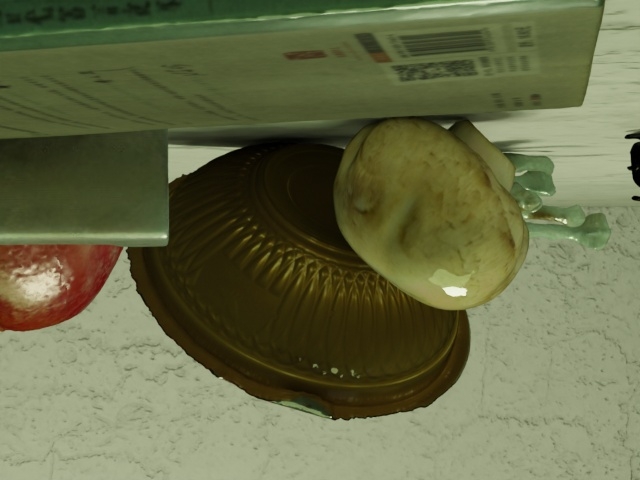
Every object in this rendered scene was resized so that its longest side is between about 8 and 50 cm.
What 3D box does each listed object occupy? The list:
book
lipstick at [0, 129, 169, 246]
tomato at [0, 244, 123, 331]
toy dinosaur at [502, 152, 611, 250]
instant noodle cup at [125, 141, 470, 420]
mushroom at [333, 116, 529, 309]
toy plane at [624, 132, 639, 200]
[{"bbox_3d":[-0.043,-0.063,0.457,0.283,0.025,0.215,-1,178,9],"label":"book"},{"bbox_3d":[-0.201,-0.035,0.615,0.253,0.077,0.079,0,-179,-9],"label":"lipstick"},{"bbox_3d":[-0.322,0.014,1.325,0.309,0.170,0.309,-1,-178,0],"label":"tomato"},{"bbox_3d":[0.152,-0.034,1.185,0.205,0.092,0.393,-1,-179,-26],"label":"toy dinosaur"},{"bbox_3d":[0.000,0.000,0.903,0.274,0.090,0.274,15,-143,-12],"label":"instant noodle cup"},{"bbox_3d":[0.072,-0.021,0.789,0.148,0.112,0.148,43,-175,-5],"label":"mushroom"},{"bbox_3d":[0.285,-0.059,0.879,0.078,0.053,0.197,-10,-174,-31],"label":"toy plane"}]
